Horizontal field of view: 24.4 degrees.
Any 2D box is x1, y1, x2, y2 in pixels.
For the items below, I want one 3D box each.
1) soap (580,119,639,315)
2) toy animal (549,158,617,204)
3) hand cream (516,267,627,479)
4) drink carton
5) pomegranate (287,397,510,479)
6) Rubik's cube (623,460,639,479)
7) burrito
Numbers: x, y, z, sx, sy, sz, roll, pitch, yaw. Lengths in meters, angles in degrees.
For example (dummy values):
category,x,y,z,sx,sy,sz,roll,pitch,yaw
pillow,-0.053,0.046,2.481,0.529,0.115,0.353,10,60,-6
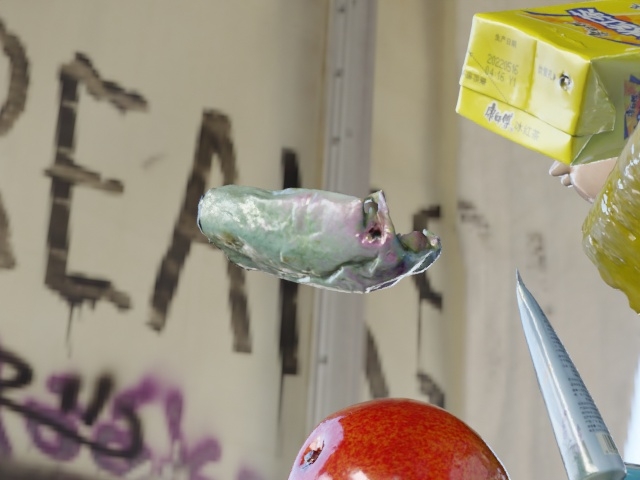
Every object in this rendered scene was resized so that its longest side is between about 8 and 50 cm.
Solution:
category,x,y,z,sx,sy,sz,roll,pitch,yaw
soap,0.313,0.009,0.850,0.293,0.156,0.335,46,-10,11
toy animal,0.417,-0.050,1.858,0.154,0.250,0.166,-43,-20,16
hand cream,0.254,0.158,1.539,0.058,0.271,0.091,-24,-33,9
drink carton,0.312,-0.164,1.428,0.351,0.111,0.154,-13,31,-37
pomegranate,0.084,0.267,1.391,0.221,0.221,0.257,-19,-53,37
Rubik's cube,0.439,0.395,1.821,0.231,0.225,0.221,6,-7,22
burrito,0.000,0.000,1.477,0.228,0.089,0.144,5,-20,39
